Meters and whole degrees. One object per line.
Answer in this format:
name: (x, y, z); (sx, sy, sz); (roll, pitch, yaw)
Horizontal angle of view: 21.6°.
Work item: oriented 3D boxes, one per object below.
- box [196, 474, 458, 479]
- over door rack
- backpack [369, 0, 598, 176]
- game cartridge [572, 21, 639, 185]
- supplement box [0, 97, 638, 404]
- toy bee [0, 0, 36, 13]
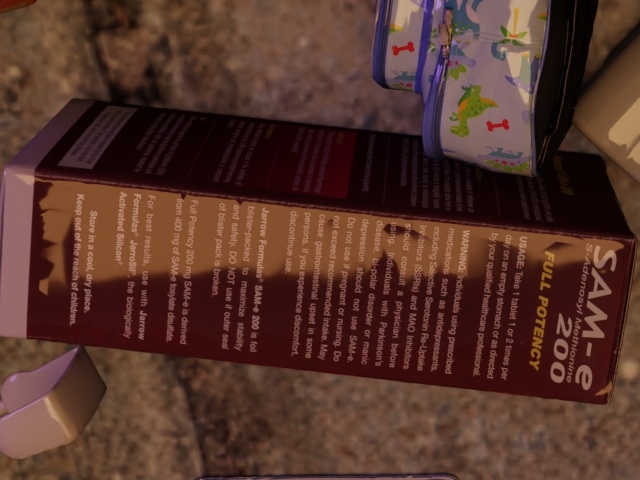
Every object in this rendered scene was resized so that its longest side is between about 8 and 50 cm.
box: (0.004, 0.222, 0.813); (0.136, 0.036, 0.225); (-1, 107, 4)
over door rack: (-0.158, 0.186, 0.757); (0.324, 0.108, 0.240); (-20, 106, 31)
backpack: (0.066, -0.086, 0.670); (0.084, 0.105, 0.114); (7, 101, 15)
game cartridge: (0.277, -0.031, 0.705); (0.297, 0.062, 0.198); (39, 110, -9)
supplement box: (0.000, 0.000, 0.690); (0.239, 0.130, 0.073); (6, 107, 2)
toy bee: (-0.168, -0.209, 0.601); (0.195, 0.162, 0.298); (-37, 115, -5)
